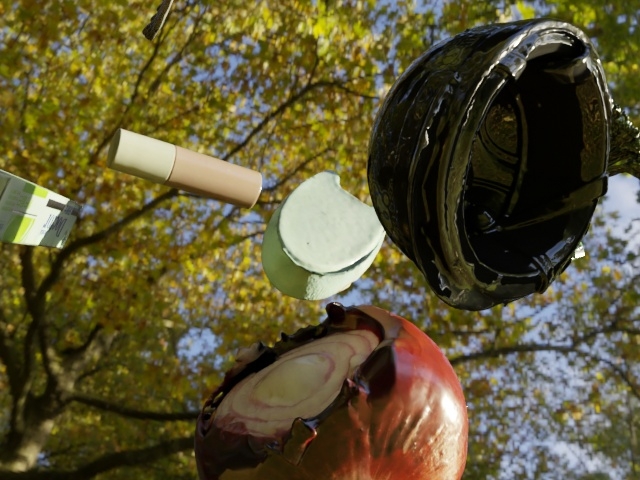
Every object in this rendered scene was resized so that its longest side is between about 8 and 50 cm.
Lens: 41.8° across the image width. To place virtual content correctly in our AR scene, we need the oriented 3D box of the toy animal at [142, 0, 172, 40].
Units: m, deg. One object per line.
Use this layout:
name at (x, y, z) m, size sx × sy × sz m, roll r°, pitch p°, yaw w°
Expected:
toy animal at (-0.132, -0.420, 1.077) m, size 0.302 × 0.284 × 0.225 m, roll -25°, pitch -80°, yaw 15°

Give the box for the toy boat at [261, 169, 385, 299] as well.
toy boat at (0.000, 0.000, 1.038) m, size 0.134 × 0.208 × 0.079 m, roll 36°, pitch -46°, yaw 0°

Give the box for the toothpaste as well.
toothpaste at (-0.323, -0.037, 0.857) m, size 0.081 × 0.067 × 0.336 m, roll 25°, pitch -4°, yaw -4°

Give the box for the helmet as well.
helmet at (0.128, -0.070, 0.731) m, size 0.160 × 0.279 × 0.230 m, roll 19°, pitch -47°, yaw 47°

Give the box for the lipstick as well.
lipstick at (-0.228, -0.119, 1.418) m, size 0.254 × 0.070 × 0.070 m, roll 16°, pitch -42°, yaw -26°

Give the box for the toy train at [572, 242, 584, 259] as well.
toy train at (0.320, 0.021, 1.153) m, size 0.083 × 0.033 × 0.053 m, roll -11°, pitch -15°, yaw -40°

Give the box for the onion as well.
onion at (0.017, 0.256, 1.051) m, size 0.341 × 0.341 × 0.341 m, roll 5°, pitch -43°, yaw 5°

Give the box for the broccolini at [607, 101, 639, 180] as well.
broccolini at (0.303, -0.124, 1.129) m, size 0.271 × 0.062 × 0.123 m, roll -5°, pitch -81°, yaw 41°
